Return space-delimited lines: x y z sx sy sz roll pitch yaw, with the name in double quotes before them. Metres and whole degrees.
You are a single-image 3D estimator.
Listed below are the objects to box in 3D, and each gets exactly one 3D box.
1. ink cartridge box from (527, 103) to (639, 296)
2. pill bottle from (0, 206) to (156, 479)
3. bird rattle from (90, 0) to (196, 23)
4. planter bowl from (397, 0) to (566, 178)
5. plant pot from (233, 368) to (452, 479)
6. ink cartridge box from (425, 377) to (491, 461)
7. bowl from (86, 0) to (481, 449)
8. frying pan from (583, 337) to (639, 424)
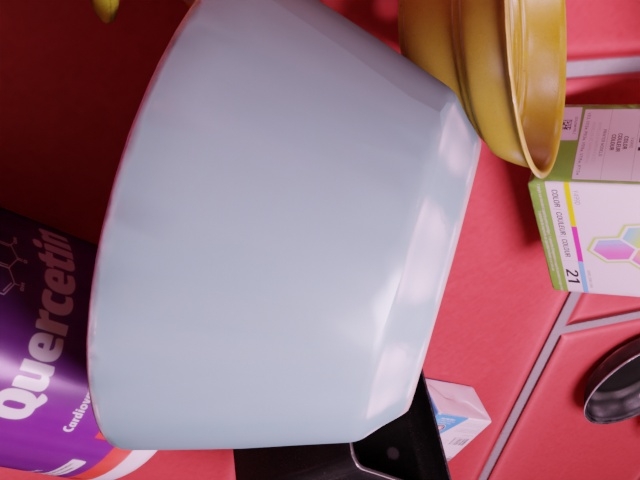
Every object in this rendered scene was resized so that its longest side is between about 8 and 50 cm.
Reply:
"ink cartridge box" 0.337 -0.029 0.726 0.255 0.097 0.188 5 148 28
"pill bottle" -0.259 0.061 0.570 0.181 0.181 0.323 -44 135 20
"bird rattle" -0.072 -0.236 0.438 0.253 0.143 0.207 -49 146 7
"planter bowl" 0.112 -0.150 0.565 0.091 0.217 0.217 0 146 25
"plant pot" 0.007 0.196 0.851 0.167 0.188 0.187 -29 140 25
"ink cartridge box" 0.122 0.263 1.049 0.104 0.060 0.180 17 123 -38
"bowl" 0.000 0.000 0.506 0.163 0.311 0.311 15 134 8
"frying pan" 0.503 0.215 1.189 0.326 0.053 0.197 25 119 -43
